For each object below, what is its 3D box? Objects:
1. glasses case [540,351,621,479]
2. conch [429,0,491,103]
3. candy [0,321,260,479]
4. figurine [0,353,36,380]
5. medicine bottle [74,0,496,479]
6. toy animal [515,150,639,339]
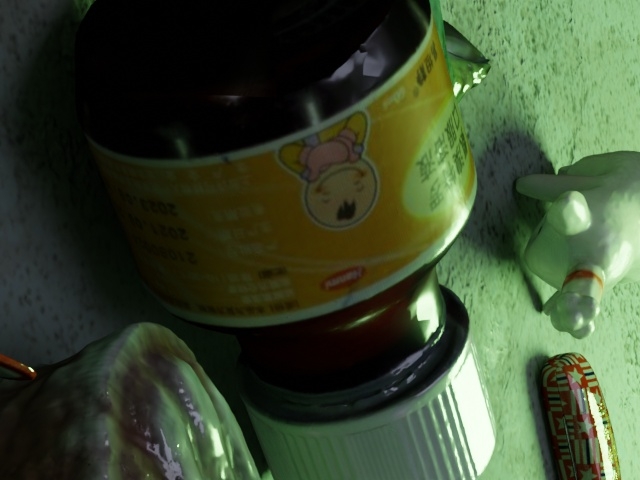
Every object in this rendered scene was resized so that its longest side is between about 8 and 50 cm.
[{"bbox_3d":[0.258,0.201,1.794,0.073,0.049,0.194,-26,106,-58],"label":"glasses case"},{"bbox_3d":[0.050,-0.159,1.469,0.188,0.122,0.176,52,21,-43],"label":"conch"},{"bbox_3d":[-0.109,0.198,1.089,0.214,0.157,0.289,-12,87,-73],"label":"candy"},{"bbox_3d":[-0.266,0.139,0.870,0.183,0.160,0.226,31,66,-52],"label":"figurine"},{"bbox_3d":[0.000,0.000,1.259,0.242,0.242,0.395,-64,143,-43],"label":"medicine bottle"},{"bbox_3d":[0.244,-0.001,1.748,0.282,0.138,0.140,-29,100,-50],"label":"toy animal"}]
